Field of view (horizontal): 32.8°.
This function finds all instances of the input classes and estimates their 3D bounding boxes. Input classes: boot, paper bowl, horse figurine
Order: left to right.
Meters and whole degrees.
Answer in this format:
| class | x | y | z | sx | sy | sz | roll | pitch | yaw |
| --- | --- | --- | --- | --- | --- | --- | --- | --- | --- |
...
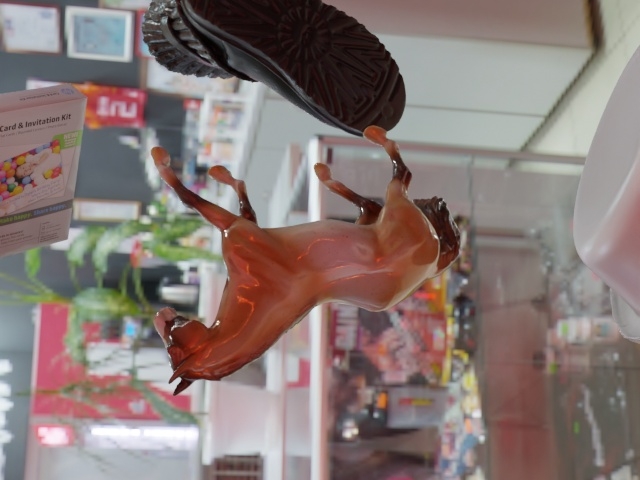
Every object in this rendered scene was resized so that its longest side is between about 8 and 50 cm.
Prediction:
| class | x | y | z | sx | sy | sz | roll | pitch | yaw |
| --- | --- | --- | --- | --- | --- | --- | --- | --- | --- |
| boot | -0.068 | -0.248 | 1.484 | 0.131 | 0.348 | 0.260 | -58 | 14 | -16 |
| horse figurine | 0.000 | 0.000 | 0.746 | 0.174 | 0.263 | 0.066 | 63 | 147 | 36 |
| paper bowl | 0.288 | -0.055 | 0.801 | 0.284 | 0.148 | 0.284 | 19 | -90 | -89 |

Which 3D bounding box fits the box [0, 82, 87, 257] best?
| class | x | y | z | sx | sy | sz | roll | pitch | yaw |
| --- | --- | --- | --- | --- | --- | --- | --- | --- | --- |
| box | -0.326 | -0.068 | 1.150 | 0.038 | 0.145 | 0.186 | 37 | 127 | 32 |
